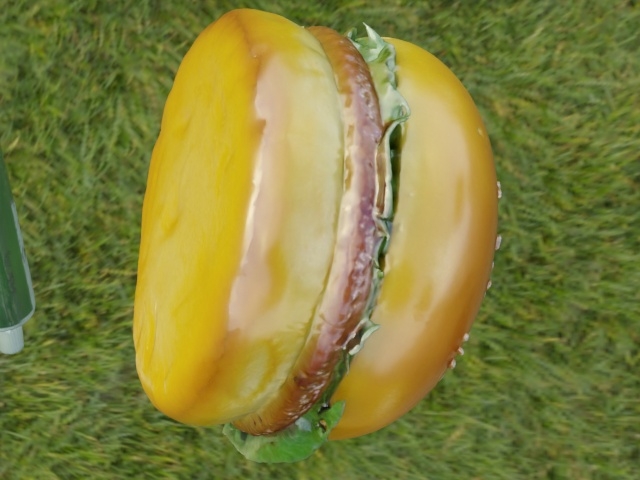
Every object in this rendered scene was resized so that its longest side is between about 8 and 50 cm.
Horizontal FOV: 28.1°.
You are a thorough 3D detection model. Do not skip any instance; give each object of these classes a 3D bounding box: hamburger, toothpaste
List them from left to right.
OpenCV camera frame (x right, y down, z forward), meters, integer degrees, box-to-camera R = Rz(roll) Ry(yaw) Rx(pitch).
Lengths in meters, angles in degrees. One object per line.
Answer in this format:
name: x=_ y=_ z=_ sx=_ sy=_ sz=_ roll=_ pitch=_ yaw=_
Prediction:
toothpaste: x=-0.294 y=-0.048 z=1.078 sx=0.061 sy=0.099 sz=0.392 roll=-27 pitch=135 yaw=-27
hamburger: x=0.000 y=-0.002 z=0.697 sx=0.170 sy=0.246 sz=0.246 roll=8 pitch=81 yaw=-18
